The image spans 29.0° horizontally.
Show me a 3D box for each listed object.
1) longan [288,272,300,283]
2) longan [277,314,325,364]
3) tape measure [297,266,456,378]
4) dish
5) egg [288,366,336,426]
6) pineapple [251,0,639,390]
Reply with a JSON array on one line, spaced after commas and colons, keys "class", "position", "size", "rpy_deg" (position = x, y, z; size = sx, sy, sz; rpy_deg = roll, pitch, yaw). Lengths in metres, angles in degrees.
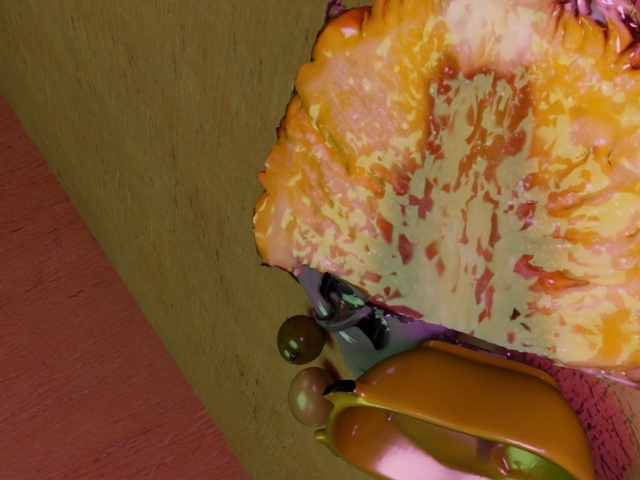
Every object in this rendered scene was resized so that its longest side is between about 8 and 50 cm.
[{"class": "longan", "position": [0.000, 0.000, 1.394], "size": [0.113, 0.092, 0.113], "rpy_deg": [-178, 90, -84]}, {"class": "longan", "position": [-0.030, 0.145, 1.748], "size": [0.075, 0.083, 0.075], "rpy_deg": [13, 134, 14]}, {"class": "tape measure", "position": [0.058, 0.047, 1.254], "size": [0.197, 0.120, 0.236], "rpy_deg": [45, 152, 17]}, {"class": "dish", "position": [0.135, 0.168, 1.148], "size": [0.262, 0.108, 0.221], "rpy_deg": [19, 151, 7]}, {"class": "egg", "position": [-0.009, 0.229, 1.832], "size": [0.080, 0.080, 0.096], "rpy_deg": [50, 154, 29]}, {"class": "pineapple", "position": [0.148, -0.088, 0.765], "size": [0.344, 0.209, 0.286], "rpy_deg": [17, 109, 32]}]
